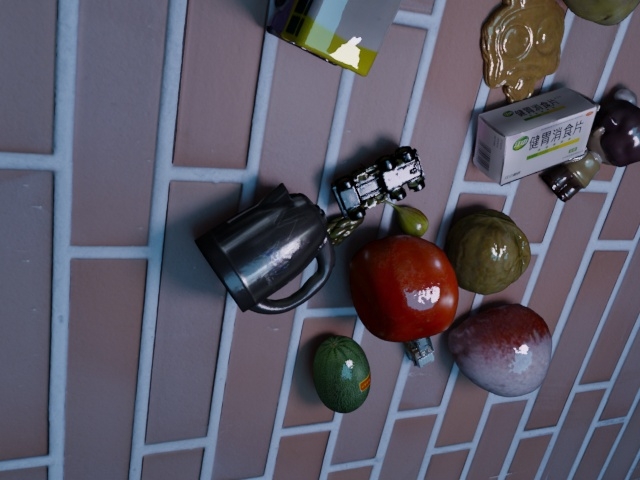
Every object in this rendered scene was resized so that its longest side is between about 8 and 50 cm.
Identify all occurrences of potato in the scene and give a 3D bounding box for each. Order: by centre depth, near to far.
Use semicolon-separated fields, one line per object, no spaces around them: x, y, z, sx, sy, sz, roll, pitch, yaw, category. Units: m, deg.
0.721;-0.718;1.626;0.221;0.243;0.326;-28;148;28;potato

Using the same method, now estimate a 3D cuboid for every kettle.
-0.109;0.037;1.632;0.324;0.228;0.320;-35;113;-10;kettle

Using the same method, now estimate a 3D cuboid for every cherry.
0.623;0.385;2.135;0.335;0.291;0.326;-20;115;-5;cherry

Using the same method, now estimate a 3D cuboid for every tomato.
0.239;0.140;1.801;0.293;0.289;0.325;-4;144;-12;tomato

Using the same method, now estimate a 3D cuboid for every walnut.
0.514;0.041;1.930;0.227;0.283;0.282;-52;138;-45;walnut

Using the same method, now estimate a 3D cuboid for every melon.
0.068;0.428;1.949;0.182;0.182;0.287;-15;122;-18;melon

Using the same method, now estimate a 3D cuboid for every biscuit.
0.574;-0.558;1.756;0.270;0.051;0.375;-14;121;-16;biscuit

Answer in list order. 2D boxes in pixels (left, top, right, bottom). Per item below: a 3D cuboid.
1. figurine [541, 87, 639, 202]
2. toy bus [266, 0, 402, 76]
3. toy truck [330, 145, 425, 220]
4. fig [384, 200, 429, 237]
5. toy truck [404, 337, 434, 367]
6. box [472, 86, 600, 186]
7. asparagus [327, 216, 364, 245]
0.891;-0.286;1.997;0.365;0.206;0.218;-37;105;26;figurine
0.083;-0.612;1.374;0.209;0.249;0.439;18;107;-31;toy bus
0.152;-0.165;1.717;0.257;0.127;0.127;-28;117;-9;toy truck
0.258;-0.074;1.836;0.093;0.093;0.166;-39;121;-2;fig
0.330;0.350;2.072;0.080;0.115;0.177;-28;125;-10;toy truck
0.631;-0.310;1.834;0.333;0.145;0.173;-20;136;-14;box
0.000;0.000;1.763;0.287;0.080;0.080;-29;124;-5;asparagus
